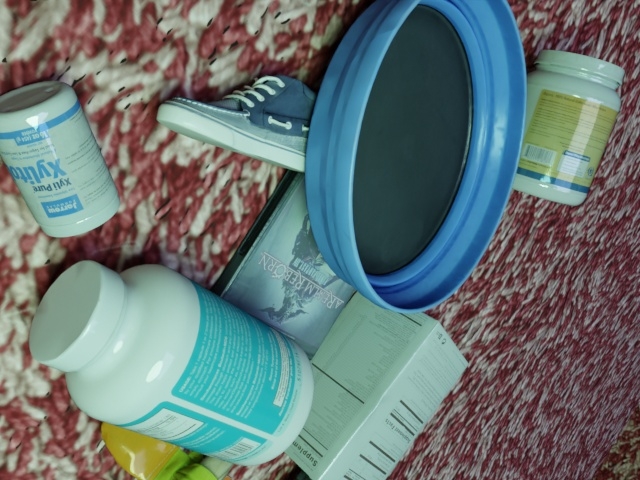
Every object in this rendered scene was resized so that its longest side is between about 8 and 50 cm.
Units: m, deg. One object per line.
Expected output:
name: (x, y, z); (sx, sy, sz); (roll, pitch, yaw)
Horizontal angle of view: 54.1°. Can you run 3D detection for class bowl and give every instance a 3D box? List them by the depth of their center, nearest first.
bowl: (0.127, -0.109, 0.751); (0.391, 0.077, 0.391); (-23, 122, -44)

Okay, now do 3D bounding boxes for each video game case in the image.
video game case: (0.000, 0.000, 0.762); (0.196, 0.026, 0.274); (36, 83, -47)

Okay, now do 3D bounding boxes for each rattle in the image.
rattle: (-0.175, 0.267, 0.731); (0.199, 0.143, 0.130); (70, 45, -81)

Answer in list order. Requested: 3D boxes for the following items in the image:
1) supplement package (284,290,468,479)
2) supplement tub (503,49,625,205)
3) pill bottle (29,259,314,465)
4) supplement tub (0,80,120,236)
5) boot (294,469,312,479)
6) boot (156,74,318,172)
supplement package: (0.058, 0.203, 0.836); (0.244, 0.139, 0.134); (-50, 135, -10)
supplement tub: (0.347, -0.164, 0.920); (0.144, 0.144, 0.199); (3, 108, -44)
pill bottle: (-0.134, 0.116, 0.599); (0.264, 0.146, 0.146); (40, 81, -43)
supplement tub: (-0.210, -0.064, 0.495); (0.071, 0.071, 0.107); (-34, 129, -27)
boot: (-0.050, 0.447, 0.893); (0.338, 0.118, 0.222); (-8, 132, -52)
boot: (-0.071, -0.128, 0.608); (0.190, 0.069, 0.086); (11, 95, -54)
